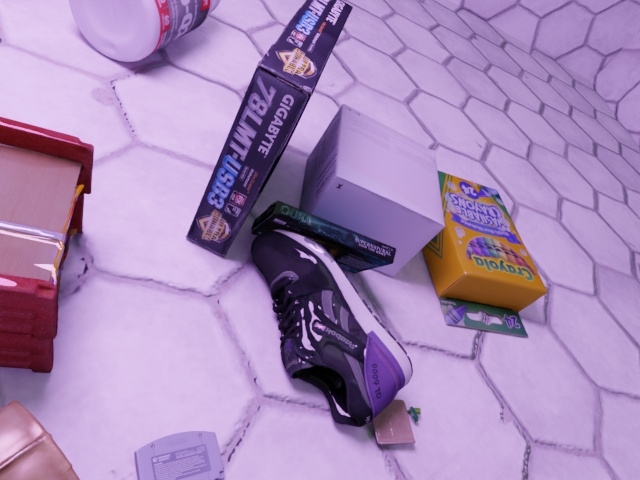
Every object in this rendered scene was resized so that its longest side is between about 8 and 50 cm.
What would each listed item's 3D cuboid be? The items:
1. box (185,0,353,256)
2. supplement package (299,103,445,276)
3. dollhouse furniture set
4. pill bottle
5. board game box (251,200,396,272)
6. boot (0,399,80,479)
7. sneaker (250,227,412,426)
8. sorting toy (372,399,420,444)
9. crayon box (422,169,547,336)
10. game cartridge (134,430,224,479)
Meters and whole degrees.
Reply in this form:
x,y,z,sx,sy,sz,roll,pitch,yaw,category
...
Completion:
x,y,z,sx,sy,sz,roll,pitch,yaw,category
-0.069,-0.170,0.689,0.074,0.295,0.293,26,42,-10,box
0.081,-0.084,0.823,0.194,0.149,0.203,23,43,-16,supplement package
-0.415,-0.023,0.426,0.375,0.152,0.201,14,46,-24,dollhouse furniture set
-0.298,-0.448,0.885,0.161,0.161,0.283,32,42,-6,pill bottle
0.000,0.000,0.714,0.186,0.126,0.026,22,73,-17,board game box
-0.339,0.201,0.330,0.270,0.089,0.236,-32,87,-46,boot
-0.012,0.106,0.627,0.283,0.107,0.124,47,49,12,sneaker
0.105,0.242,0.647,0.084,0.012,0.062,9,44,-24,sorting toy
0.297,0.014,0.934,0.203,0.083,0.322,12,47,-25,crayon box
-0.143,0.224,0.491,0.083,0.017,0.055,1,56,-34,game cartridge
